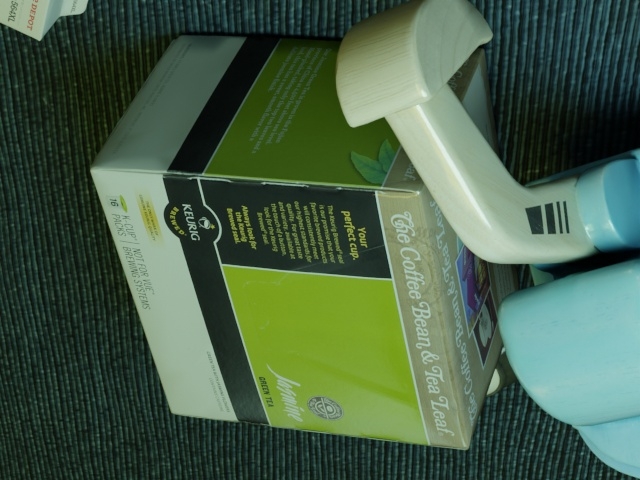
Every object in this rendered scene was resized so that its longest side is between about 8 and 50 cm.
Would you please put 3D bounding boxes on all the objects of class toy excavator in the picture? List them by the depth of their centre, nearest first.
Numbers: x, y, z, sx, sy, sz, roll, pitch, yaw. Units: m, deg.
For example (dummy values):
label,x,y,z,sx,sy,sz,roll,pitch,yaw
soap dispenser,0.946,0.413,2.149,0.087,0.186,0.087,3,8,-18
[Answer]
label,x,y,z,sx,sy,sz,roll,pitch,yaw
toy excavator,0.219,0.007,1.445,0.222,0.445,0.433,-17,86,36

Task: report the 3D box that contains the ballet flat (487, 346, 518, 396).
label,x,y,z,sx,sy,sz,roll,pitch,yaw
ballet flat,0.111,0.143,1.826,0.280,0.096,0.095,-9,126,31

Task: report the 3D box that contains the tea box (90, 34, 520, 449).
label,x,y,z,sx,sy,sz,roll,pitch,yaw
tea box,0.000,0.000,1.651,0.324,0.220,0.329,6,134,21

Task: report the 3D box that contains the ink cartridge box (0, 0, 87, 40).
label,x,y,z,sx,sy,sz,roll,pitch,yaw
ink cartridge box,-0.285,-0.265,1.623,0.143,0.090,0.092,25,137,2
